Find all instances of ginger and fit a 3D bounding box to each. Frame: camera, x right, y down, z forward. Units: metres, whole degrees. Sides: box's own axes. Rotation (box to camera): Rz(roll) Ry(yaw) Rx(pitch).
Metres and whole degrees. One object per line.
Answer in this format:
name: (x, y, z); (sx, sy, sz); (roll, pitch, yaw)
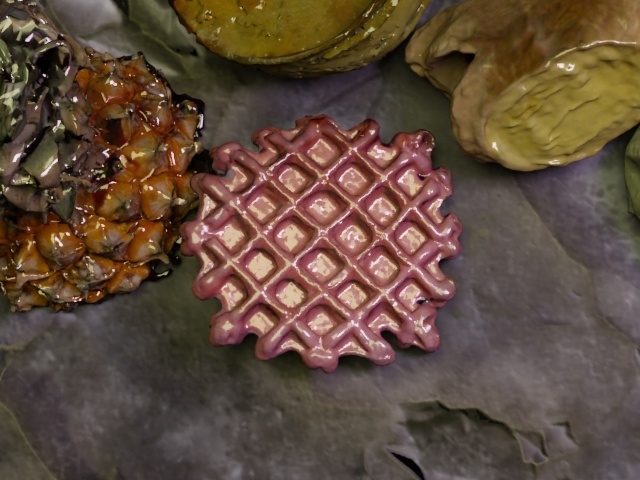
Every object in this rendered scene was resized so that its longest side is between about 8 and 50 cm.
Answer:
ginger: (0.202, -0.183, 1.531); (0.276, 0.130, 0.221); (-16, 54, 14)

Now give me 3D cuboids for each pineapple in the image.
pineapple: (-0.236, -0.088, 1.501); (0.263, 0.271, 0.262); (-2, 75, 9)

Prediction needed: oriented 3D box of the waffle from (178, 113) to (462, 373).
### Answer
waffle: (0.000, 0.000, 1.534); (0.234, 0.055, 0.221); (2, 76, -1)

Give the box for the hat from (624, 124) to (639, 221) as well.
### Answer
hat: (0.315, -0.068, 1.508); (0.166, 0.081, 0.122); (-30, 74, -10)

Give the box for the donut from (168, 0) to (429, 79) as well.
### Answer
donut: (-0.002, -0.254, 1.581); (0.272, 0.107, 0.272); (-11, 66, 24)
